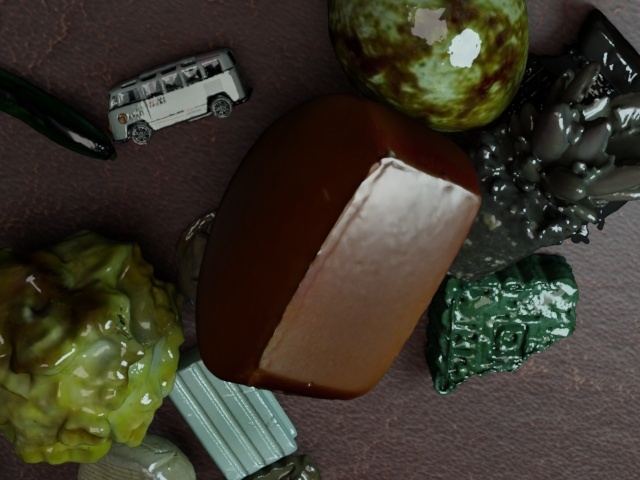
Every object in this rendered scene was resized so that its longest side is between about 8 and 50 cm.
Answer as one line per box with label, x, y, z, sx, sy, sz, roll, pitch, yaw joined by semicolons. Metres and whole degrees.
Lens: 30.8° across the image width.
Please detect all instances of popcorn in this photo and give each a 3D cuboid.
popcorn;-0.326;0.150;1.532;0.312;0.312;0.312;-1;110;-2

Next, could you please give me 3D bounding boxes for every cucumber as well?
cucumber;-0.390;-0.180;1.509;0.284;0.056;0.056;27;107;1

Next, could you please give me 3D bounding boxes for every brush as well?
brush;-0.140;0.397;1.700;0.301;0.071;0.084;-24;147;-9

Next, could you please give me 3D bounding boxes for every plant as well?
plant;0.277;-0.074;1.451;0.320;0.181;0.194;-35;94;36

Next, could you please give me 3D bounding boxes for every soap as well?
soap;-0.132;0.243;1.680;0.119;0.066;0.198;-29;109;7

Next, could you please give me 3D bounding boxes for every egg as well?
egg;0.136;-0.256;1.418;0.238;0.238;0.289;-26;126;8

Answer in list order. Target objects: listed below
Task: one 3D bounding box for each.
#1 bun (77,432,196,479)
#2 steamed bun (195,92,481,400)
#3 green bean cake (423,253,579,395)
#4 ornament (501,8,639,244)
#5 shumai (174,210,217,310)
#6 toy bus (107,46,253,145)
bun;-0.258;0.338;1.686;0.173;0.113;0.166;33;130;-2
steamed bun;0.000;0.000;1.418;0.235;0.248;0.379;18;109;-36
green bean cake;0.257;0.120;1.629;0.208;0.107;0.193;0;109;-3
ornament;0.341;-0.138;1.548;0.260;0.106;0.251;-39;100;21
shumai;-0.101;0.044;1.581;0.201;0.120;0.201;0;107;-1
toy bus;-0.190;-0.189;1.513;0.194;0.087;0.089;-18;106;6
